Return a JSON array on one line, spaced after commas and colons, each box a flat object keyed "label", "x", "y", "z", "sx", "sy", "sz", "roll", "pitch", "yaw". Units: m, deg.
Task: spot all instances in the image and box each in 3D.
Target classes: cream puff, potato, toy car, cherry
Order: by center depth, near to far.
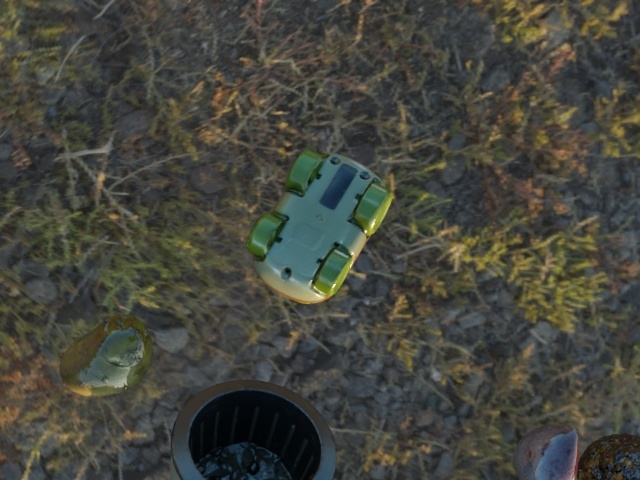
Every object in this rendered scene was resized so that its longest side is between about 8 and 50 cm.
[{"label": "toy car", "x": 0.000, "y": 0.000, "z": 1.277, "sx": 0.145, "sy": 0.235, "sz": 0.235, "roll": 28, "pitch": 78, "yaw": 11}, {"label": "potato", "x": -0.372, "y": 0.207, "z": 1.506, "sx": 0.137, "sy": 0.175, "sz": 0.137, "roll": 43, "pitch": 30, "yaw": -33}, {"label": "cherry", "x": 0.440, "y": 0.429, "z": 1.590, "sx": 0.148, "sy": 0.188, "sz": 0.115, "roll": -38, "pitch": 119, "yaw": 5}, {"label": "cream puff", "x": 0.605, "y": 0.509, "z": 1.718, "sx": 0.164, "sy": 0.239, "sz": 0.239, "roll": 3, "pitch": 91, "yaw": 9}]

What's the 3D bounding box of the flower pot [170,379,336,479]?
[{"label": "flower pot", "x": -0.143, "y": 0.475, "z": 1.582, "sx": 0.293, "sy": 0.294, "sz": 0.330, "roll": -8, "pitch": 132, "yaw": -25}]
